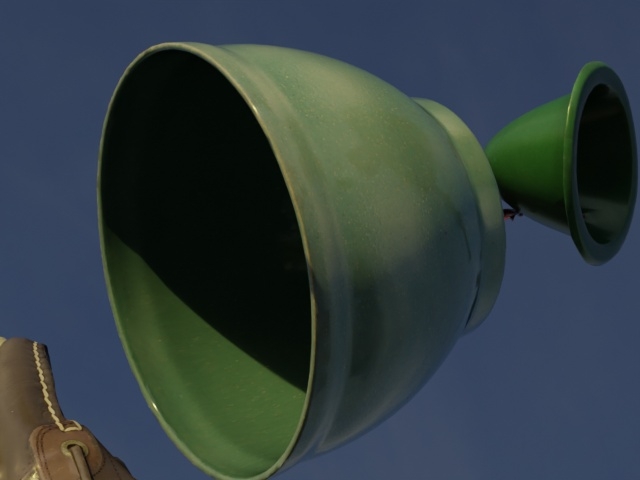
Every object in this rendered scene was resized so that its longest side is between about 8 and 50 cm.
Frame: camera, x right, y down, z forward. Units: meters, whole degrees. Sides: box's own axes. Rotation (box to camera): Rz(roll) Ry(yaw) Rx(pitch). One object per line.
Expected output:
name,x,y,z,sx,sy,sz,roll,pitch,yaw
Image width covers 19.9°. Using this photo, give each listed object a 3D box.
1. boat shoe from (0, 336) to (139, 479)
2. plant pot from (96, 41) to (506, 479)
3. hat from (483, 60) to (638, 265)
boat shoe,-0.101,0.136,0.747,0.092,0.285,0.102,-6,-60,-10
plant pot,0.000,0.000,1.236,0.293,0.196,0.293,28,-56,53
hat,0.153,-0.063,1.557,0.184,0.208,0.172,0,-88,27
